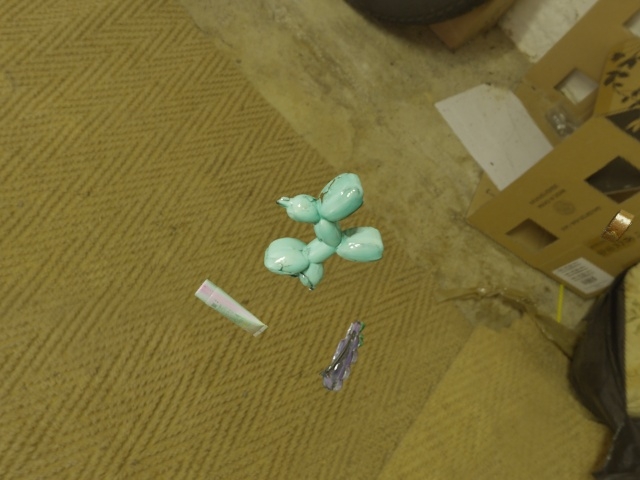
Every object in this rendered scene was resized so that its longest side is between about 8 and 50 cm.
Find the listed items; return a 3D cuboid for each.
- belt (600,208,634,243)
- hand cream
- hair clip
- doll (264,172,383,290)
[{"bbox_3d":[0.613,-0.026,1.019,0.036,0.083,0.059,33,65,22],"label":"belt"},{"bbox_3d":[-0.203,0.158,1.124,0.174,0.076,0.047,38,51,-7],"label":"hand cream"},{"bbox_3d":[0.054,0.284,1.242,0.052,0.124,0.195,28,93,-19],"label":"hair clip"},{"bbox_3d":[0.000,0.000,0.653,0.159,0.159,0.059,-12,37,7],"label":"doll"}]
